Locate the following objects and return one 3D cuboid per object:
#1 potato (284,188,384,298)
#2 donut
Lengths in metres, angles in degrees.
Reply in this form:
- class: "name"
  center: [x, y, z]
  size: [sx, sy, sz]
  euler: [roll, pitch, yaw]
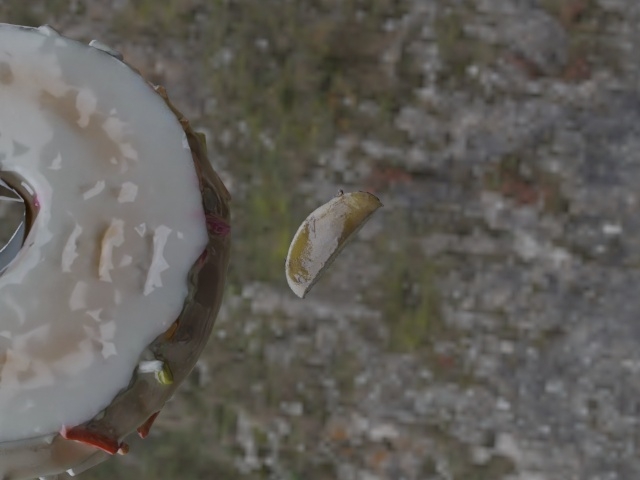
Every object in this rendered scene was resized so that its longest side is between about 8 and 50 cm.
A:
- class: "potato"
  center: [0.000, -0.001, 1.180]
  size: [0.093, 0.037, 0.036]
  euler: [-49, -5, 13]
- class: "donut"
  center: [-0.250, 0.016, 1.242]
  size: [0.142, 0.382, 0.382]
  euler: [99, 175, -65]
